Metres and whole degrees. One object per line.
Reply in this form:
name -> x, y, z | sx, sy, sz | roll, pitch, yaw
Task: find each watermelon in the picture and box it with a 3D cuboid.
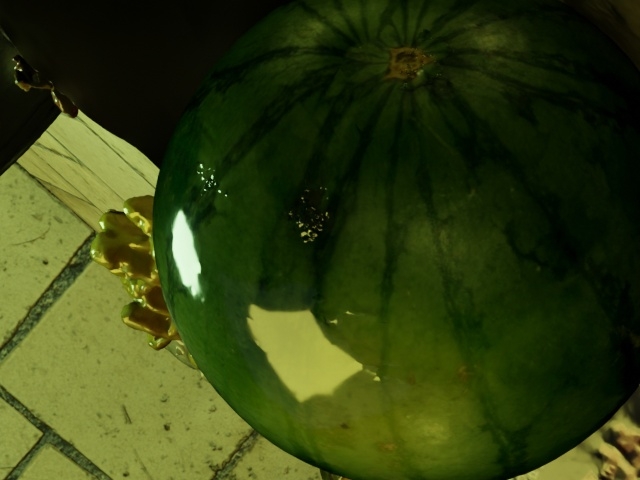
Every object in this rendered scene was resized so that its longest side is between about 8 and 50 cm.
watermelon -> 0.046, -0.005, 0.839 | 0.242, 0.242, 0.242 | 38, 171, 7

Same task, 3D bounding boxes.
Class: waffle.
waffle -> -0.029, 0.034, 1.437 | 0.293, 0.069, 0.260 | -4, 148, 17

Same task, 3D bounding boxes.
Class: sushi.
sushi -> -0.119, -0.139, 1.161 | 0.172, 0.153, 0.150 | 19, -165, -14

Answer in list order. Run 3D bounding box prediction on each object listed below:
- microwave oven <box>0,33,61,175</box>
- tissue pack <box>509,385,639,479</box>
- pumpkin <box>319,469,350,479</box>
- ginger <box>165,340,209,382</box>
microwave oven -> -0.343, -0.192, 1.665 | 0.188, 0.178, 0.247 | 33, 170, 33
tissue pack -> 0.225, 0.159, 1.061 | 0.332, 0.123, 0.245 | 35, 126, 22
pumpkin -> 0.151, 0.202, 1.610 | 0.317, 0.222, 0.139 | 45, -163, -25
ginger -> -0.025, 0.094, 1.835 | 0.256, 0.176, 0.375 | 5, 149, 46
